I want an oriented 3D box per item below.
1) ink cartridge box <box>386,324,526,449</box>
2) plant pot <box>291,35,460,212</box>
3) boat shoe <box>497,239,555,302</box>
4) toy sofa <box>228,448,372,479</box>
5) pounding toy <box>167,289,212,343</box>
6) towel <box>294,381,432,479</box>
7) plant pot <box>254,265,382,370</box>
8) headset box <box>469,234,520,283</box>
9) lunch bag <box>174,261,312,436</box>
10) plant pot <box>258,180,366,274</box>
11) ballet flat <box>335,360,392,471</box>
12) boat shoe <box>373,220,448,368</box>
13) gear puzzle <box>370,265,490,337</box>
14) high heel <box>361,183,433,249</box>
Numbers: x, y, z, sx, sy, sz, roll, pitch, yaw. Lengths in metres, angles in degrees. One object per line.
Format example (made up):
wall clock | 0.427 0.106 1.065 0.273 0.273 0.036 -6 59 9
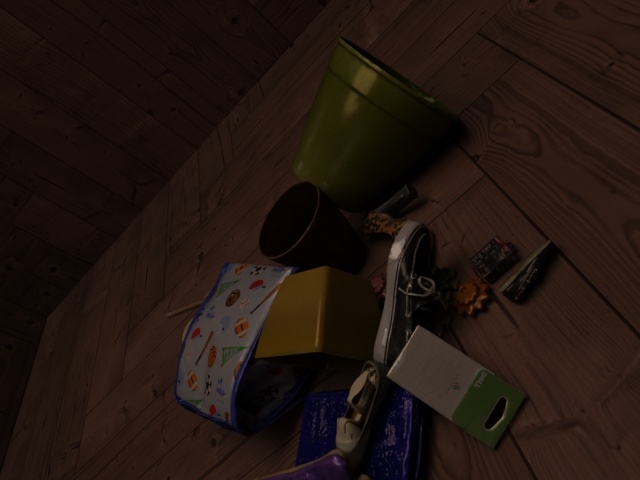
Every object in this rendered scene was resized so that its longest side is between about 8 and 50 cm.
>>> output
ink cartridge box | 0.232 0.250 0.930 0.209 0.062 0.109 32 86 19
plant pot | 0.107 -0.276 1.402 0.353 0.367 0.366 -55 30 21
boat shoe | 0.384 0.056 0.977 0.133 0.042 0.049 -49 -10 3
toy sofa | -0.063 0.522 0.950 0.363 0.177 0.150 -30 7 33
pounding toy | -0.328 0.287 1.611 0.183 0.110 0.237 -30 68 -14
towel | 0.070 0.388 1.040 0.308 0.076 0.227 -21 44 41
plant pot | 0.009 0.170 1.153 0.212 0.212 0.187 -18 61 45
headset box | 0.345 0.035 1.052 0.083 0.032 0.062 -45 34 13
lunch bag | -0.177 0.269 1.329 0.328 0.239 0.385 -3 51 50
plant pot | 0.000 0.000 1.346 0.215 0.230 0.215 -32 40 32
ballet flat | 0.065 0.321 0.983 0.072 0.068 0.213 8 69 52
boat shoe | 0.187 0.113 1.047 0.105 0.113 0.306 7 77 42
gear puzzle | 0.204 0.132 1.134 0.339 0.044 0.175 -11 52 48
high heel | 0.171 0.009 1.271 0.186 0.093 0.261 -43 34 37
